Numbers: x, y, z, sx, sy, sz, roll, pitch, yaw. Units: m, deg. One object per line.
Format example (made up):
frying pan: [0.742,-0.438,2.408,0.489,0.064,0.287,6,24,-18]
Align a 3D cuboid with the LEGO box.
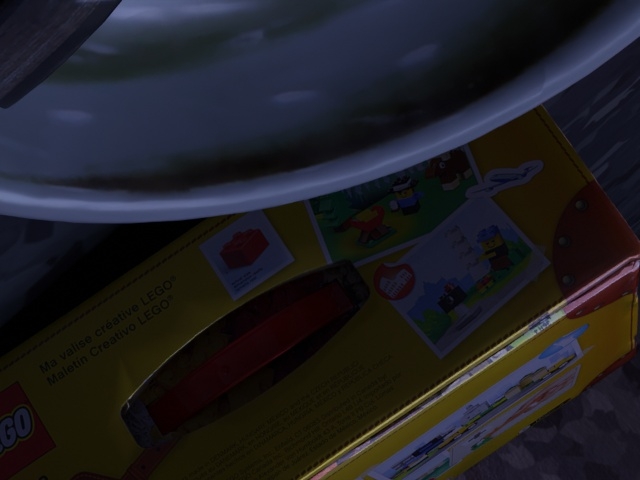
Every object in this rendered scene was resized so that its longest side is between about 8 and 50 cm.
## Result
LEGO box: [-0.019,0.114,1.330,0.500,0.193,0.372,-34,164,0]

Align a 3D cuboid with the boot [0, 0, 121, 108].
boot: [-0.193,-0.080,0.450,0.263,0.091,0.229,-41,134,24]

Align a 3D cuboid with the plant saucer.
plant saucer: [-0.028,-0.164,0.551,0.400,0.100,0.400,-12,144,-9]
